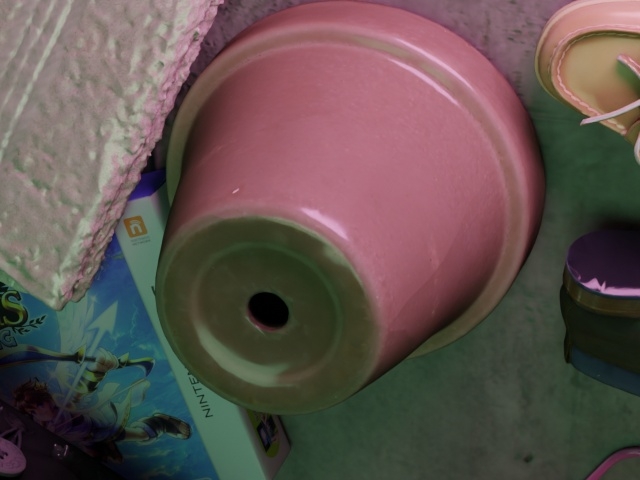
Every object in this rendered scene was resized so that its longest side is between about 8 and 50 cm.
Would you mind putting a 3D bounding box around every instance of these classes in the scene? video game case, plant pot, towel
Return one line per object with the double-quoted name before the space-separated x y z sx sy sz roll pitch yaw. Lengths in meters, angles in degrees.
"video game case" -0.190 0.091 1.454 0.269 0.061 0.244 -13 109 23
"plant pot" 0.000 0.000 1.254 0.263 0.229 0.263 7 117 14
"towel" -0.193 -0.107 1.332 0.187 0.049 0.282 33 110 12

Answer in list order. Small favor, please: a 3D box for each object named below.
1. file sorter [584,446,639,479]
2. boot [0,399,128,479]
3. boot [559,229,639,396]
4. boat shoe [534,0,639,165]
"file sorter" 0.199 0.305 1.305 0.182 0.290 0.202 38 120 1
"boot" -0.309 0.184 1.280 0.445 0.367 0.146 41 119 -8
"boot" 0.268 0.060 1.301 0.219 0.082 0.106 13 140 6
"boat shoe" 0.271 -0.081 1.207 0.285 0.089 0.104 16 119 10
